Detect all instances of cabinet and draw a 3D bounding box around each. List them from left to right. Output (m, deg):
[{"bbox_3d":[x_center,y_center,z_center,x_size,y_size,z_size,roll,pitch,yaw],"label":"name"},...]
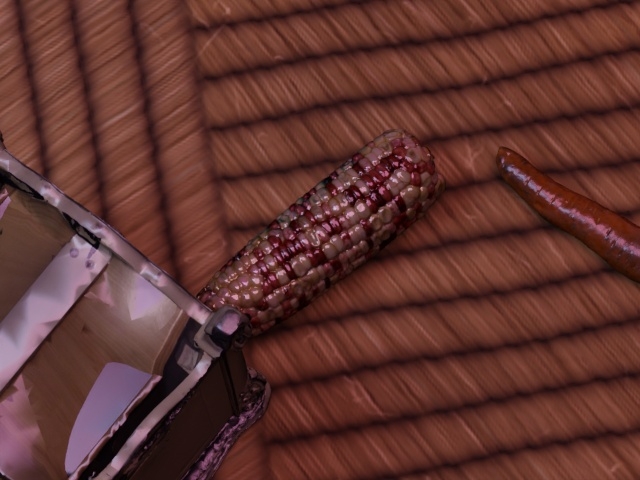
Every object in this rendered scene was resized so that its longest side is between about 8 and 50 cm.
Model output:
[{"bbox_3d":[-0.219,0.091,1.517,0.290,0.318,0.227,38,78,11],"label":"cabinet"}]

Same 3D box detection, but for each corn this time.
[{"bbox_3d":[0.000,0.000,1.660,0.253,0.086,0.086,-39,77,-10],"label":"corn"}]

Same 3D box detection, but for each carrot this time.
[{"bbox_3d":[0.235,-0.022,1.687,0.191,0.047,0.047,34,78,13],"label":"carrot"}]
